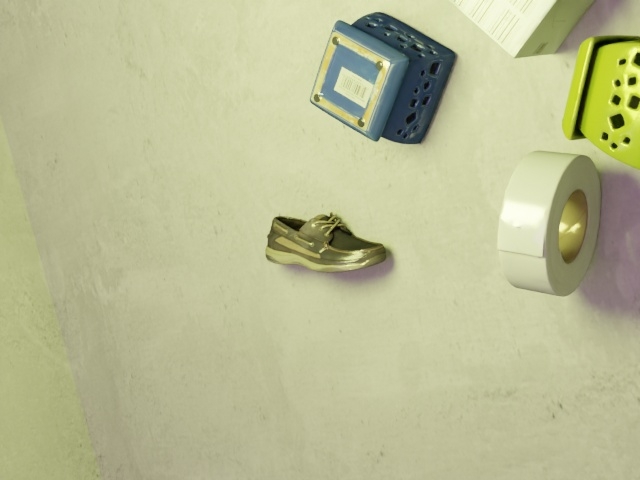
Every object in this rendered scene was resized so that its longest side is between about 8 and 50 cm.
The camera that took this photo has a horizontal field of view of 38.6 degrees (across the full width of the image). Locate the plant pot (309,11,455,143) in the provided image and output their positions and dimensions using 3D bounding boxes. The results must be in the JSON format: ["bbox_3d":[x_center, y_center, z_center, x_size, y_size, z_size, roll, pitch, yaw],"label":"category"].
[{"bbox_3d":[0.124,-0.356,2.028,0.236,0.212,0.235,35,120,26],"label":"plant pot"}]

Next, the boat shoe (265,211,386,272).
[{"bbox_3d":[0.000,0.000,2.269,0.356,0.132,0.130,5,105,35],"label":"boat shoe"}]

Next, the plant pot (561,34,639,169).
[{"bbox_3d":[0.589,-0.270,1.691,0.207,0.228,0.227,25,116,39],"label":"plant pot"}]

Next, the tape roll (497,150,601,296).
[{"bbox_3d":[0.457,-0.034,1.809,0.100,0.286,0.286,11,109,35],"label":"tape roll"}]

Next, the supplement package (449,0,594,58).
[{"bbox_3d":[0.391,-0.481,1.799,0.203,0.194,0.149,48,125,19],"label":"supplement package"}]
